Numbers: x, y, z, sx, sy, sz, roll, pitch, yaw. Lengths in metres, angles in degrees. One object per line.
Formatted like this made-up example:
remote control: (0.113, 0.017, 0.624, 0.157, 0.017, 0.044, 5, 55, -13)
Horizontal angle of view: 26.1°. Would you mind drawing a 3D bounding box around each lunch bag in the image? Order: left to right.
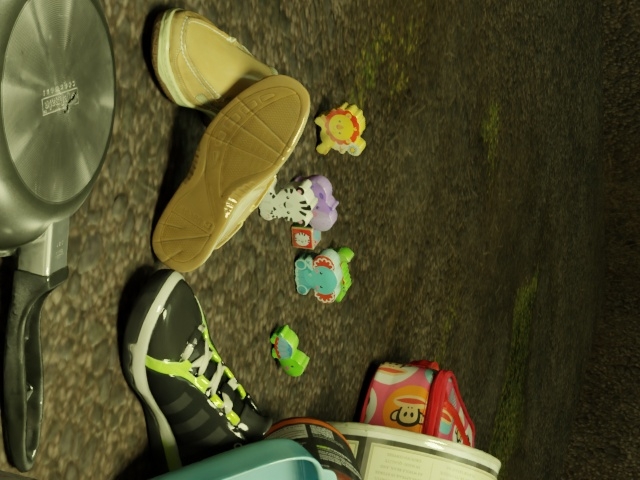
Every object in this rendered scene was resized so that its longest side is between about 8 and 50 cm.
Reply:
lunch bag: (0.117, 0.274, 1.685, 0.293, 0.120, 0.258, 63, 34, -61)

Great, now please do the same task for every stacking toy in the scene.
stacking toy: (0.000, 0.000, 1.324, 0.167, 0.052, 0.221, -54, 147, -54)

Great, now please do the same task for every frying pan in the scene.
frying pan: (-0.180, -0.024, 0.804, 0.197, 0.053, 0.326, 22, 73, -70)

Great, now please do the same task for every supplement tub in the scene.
supplement tub: (-0.014, 0.220, 1.216, 0.198, 0.106, 0.106, -115, -152, -78)

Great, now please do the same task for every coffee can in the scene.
coffee can: (0.063, 0.341, 1.400, 0.201, 0.201, 0.275, 49, 51, -65)

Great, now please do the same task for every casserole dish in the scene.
casserole dish: (-0.080, 0.202, 1.035, 0.114, 0.188, 0.037, 86, -17, -47)

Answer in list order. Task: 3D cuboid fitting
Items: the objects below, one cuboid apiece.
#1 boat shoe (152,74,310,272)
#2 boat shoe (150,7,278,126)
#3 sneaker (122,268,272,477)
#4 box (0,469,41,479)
boat shoe: (-0.066, -0.053, 1.040, 0.170, 0.063, 0.059, -52, 178, 11)
boat shoe: (-0.066, -0.125, 1.050, 0.190, 0.072, 0.068, 35, 64, -69)
sneaker: (-0.081, 0.118, 1.058, 0.084, 0.097, 0.235, -63, 153, -45)
box: (-0.161, 0.206, 0.535, 0.262, 0.126, 0.231, 163, -61, -73)
